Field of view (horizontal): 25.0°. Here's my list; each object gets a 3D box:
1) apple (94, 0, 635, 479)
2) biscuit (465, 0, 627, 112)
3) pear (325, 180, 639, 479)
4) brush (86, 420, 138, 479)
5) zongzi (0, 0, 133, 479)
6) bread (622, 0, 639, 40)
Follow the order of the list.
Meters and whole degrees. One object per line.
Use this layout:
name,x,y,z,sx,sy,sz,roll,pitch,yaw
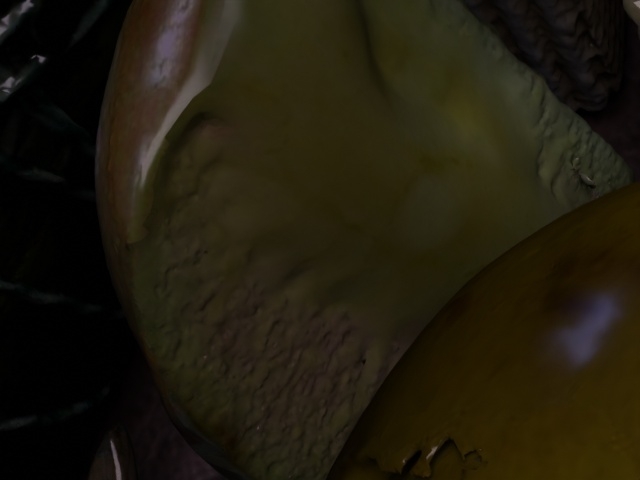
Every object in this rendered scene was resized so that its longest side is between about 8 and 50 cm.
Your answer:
apple,0.000,0.000,0.546,0.120,0.265,0.193,14,77,46
biscuit,0.100,-0.273,0.678,0.079,0.144,0.426,-3,69,22
pear,0.162,0.114,0.466,0.285,0.336,0.284,-19,66,50
brush,-0.090,0.169,0.565,0.070,0.021,0.196,1,79,33
zongzi,-0.158,0.030,0.568,0.383,0.319,0.362,-37,75,13
bread,0.233,-0.177,0.526,0.270,0.211,0.315,-3,63,21
